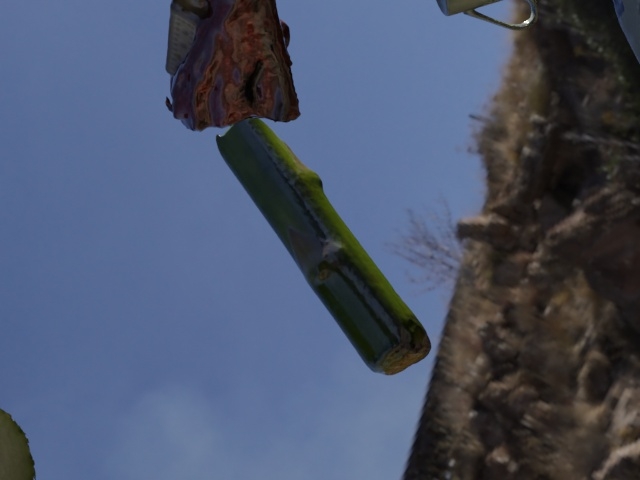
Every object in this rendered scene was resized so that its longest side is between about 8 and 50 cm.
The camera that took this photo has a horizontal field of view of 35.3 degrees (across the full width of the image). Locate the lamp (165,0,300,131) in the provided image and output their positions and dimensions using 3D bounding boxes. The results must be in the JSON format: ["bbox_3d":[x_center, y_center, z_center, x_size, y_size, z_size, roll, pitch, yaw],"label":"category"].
[{"bbox_3d":[-0.080,-0.189,0.516,0.215,0.151,0.223,103,162,-60],"label":"lamp"}]

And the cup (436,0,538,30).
[{"bbox_3d":[0.125,-0.191,0.733,0.083,0.054,0.075,-20,-44,1],"label":"cup"}]

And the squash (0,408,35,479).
[{"bbox_3d":[-0.319,0.206,0.863,0.137,0.137,0.287,-49,5,-27],"label":"squash"}]

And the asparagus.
[{"bbox_3d":[-0.001,0.001,0.882,0.067,0.277,0.060,-17,-31,-32],"label":"asparagus"}]

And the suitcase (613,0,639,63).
[{"bbox_3d":[0.348,-0.175,0.799,0.143,0.234,0.194,-25,-7,-3],"label":"suitcase"}]
